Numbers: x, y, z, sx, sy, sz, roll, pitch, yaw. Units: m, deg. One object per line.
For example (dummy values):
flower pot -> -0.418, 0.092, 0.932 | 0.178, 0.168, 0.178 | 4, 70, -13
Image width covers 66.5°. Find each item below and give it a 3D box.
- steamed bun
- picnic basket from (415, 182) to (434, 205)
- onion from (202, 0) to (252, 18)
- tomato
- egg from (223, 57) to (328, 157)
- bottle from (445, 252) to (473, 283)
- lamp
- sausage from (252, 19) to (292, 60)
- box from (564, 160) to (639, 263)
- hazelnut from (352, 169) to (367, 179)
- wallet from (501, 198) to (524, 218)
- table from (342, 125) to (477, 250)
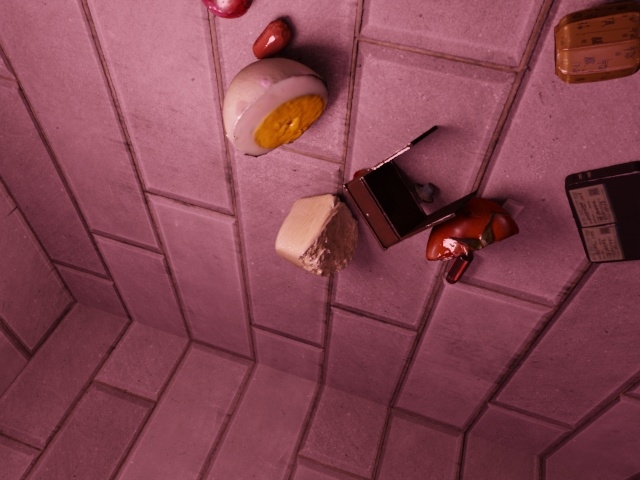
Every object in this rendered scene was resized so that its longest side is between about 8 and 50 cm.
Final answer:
steamed bun -> 0.000, 0.000, 1.809 | 0.273, 0.291, 0.272 | 10, 149, 44
picnic basket -> 0.342, -0.152, 1.630 | 0.083, 0.065, 0.083 | 34, 124, -19
onion -> -0.255, -0.656, 1.296 | 0.149, 0.140, 0.150 | 2, 133, 2
tomato -> 0.467, -0.049, 1.580 | 0.308, 0.308, 0.170 | -16, 90, 39
egg -> -0.155, -0.418, 1.428 | 0.201, 0.336, 0.337 | 57, 144, 16
bottle -> 0.517, 0.105, 1.834 | 0.060, 0.060, 0.164 | 19, 141, 6
lamp -> 0.624, -0.438, 1.091 | 0.184, 0.161, 0.161 | -3, 134, 24
sausage -> -0.140, -0.567, 1.394 | 0.076, 0.076, 0.141 | 42, 138, -21
box -> 0.877, -0.072, 1.457 | 0.211, 0.058, 0.350 | -8, 131, 36
hazelnut -> 0.148, -0.202, 1.664 | 0.086, 0.086, 0.086 | 14, 140, 12
wallet -> 0.610, -0.083, 1.603 | 0.061, 0.025, 0.122 | 18, 141, -3
table -> 0.272, -0.155, 1.495 | 0.282, 0.196, 0.251 | -29, 94, 45
